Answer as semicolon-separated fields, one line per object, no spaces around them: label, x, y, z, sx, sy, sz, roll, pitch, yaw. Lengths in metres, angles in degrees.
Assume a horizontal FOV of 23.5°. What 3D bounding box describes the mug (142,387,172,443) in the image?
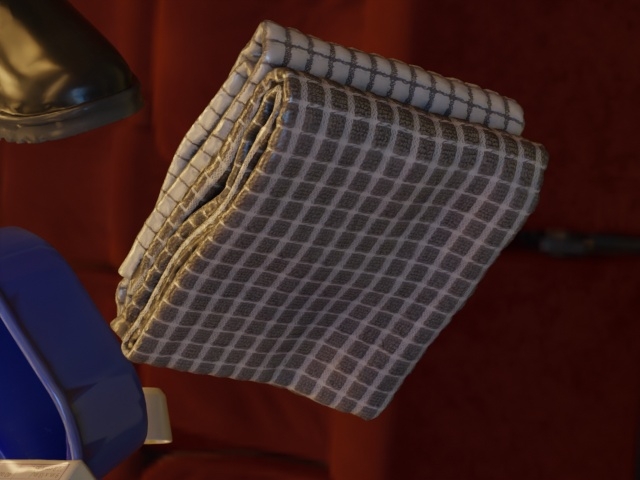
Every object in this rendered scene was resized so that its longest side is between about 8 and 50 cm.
mug;-0.215;0.208;1.831;0.062;0.078;0.064;36;-129;-72

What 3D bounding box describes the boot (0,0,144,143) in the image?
boot;-0.335;-0.339;1.487;0.367;0.146;0.445;25;133;54

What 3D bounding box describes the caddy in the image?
caddy;-0.338;0.148;1.550;0.241;0.341;0.179;-38;-8;34

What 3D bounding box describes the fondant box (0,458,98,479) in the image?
fondant box;-0.195;0.328;0.914;0.238;0.096;0.330;61;-140;-32

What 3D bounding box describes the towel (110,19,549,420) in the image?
towel;0.000;0.000;1.119;0.283;0.235;0.121;-57;38;32
